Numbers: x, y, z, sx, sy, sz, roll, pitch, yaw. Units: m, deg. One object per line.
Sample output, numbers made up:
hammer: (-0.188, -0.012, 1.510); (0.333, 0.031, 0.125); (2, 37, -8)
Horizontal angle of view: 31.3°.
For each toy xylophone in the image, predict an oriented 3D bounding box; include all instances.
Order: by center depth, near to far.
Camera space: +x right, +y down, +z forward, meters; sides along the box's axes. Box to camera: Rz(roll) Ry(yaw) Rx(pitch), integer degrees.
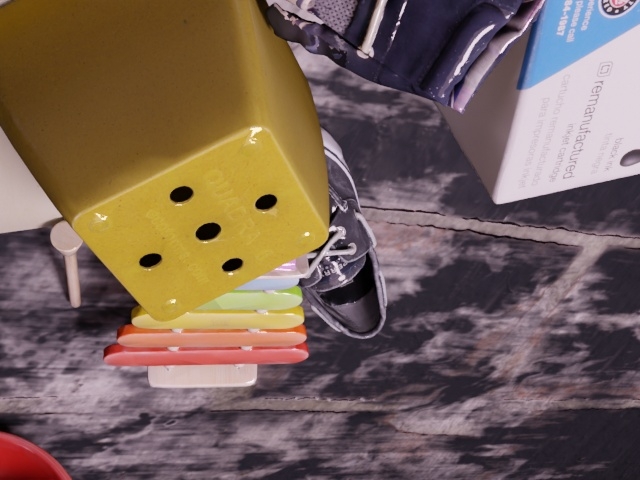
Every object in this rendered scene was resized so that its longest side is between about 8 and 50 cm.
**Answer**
toy xylophone: (-0.126, 0.056, 1.066); (0.236, 0.081, 0.322); (-3, 156, -5)

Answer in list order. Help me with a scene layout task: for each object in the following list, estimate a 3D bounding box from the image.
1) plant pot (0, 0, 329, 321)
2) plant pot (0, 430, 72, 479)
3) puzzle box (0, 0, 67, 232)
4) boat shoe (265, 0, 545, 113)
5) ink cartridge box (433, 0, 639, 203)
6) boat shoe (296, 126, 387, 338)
plant pot: (-0.106, -0.071, 0.830); (0.212, 0.187, 0.212); (-26, 142, 3)
plant pot: (-0.373, 0.376, 1.259); (0.275, 0.275, 0.243); (-16, 149, -9)
puzzle box: (-0.208, -0.167, 0.858); (0.272, 0.052, 0.409); (-8, 139, -19)
boat shoe: (0.117, -0.248, 0.776); (0.340, 0.158, 0.127); (-58, 163, 13)
ink cartridge box: (0.317, -0.215, 0.975); (0.395, 0.166, 0.285); (-12, 141, -15)
boat shoe: (0.000, 0.000, 1.116); (0.108, 0.102, 0.301); (-24, 142, 0)
